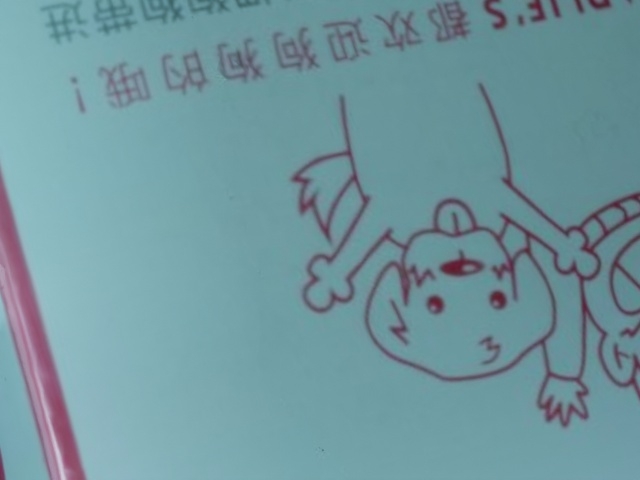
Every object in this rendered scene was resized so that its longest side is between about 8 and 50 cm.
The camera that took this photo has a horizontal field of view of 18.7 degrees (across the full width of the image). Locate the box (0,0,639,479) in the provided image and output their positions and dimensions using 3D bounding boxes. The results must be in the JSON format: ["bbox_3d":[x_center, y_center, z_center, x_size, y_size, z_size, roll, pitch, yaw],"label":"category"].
[{"bbox_3d":[0.000,0.000,0.663,0.300,0.314,0.312,143,112,-66],"label":"box"}]
